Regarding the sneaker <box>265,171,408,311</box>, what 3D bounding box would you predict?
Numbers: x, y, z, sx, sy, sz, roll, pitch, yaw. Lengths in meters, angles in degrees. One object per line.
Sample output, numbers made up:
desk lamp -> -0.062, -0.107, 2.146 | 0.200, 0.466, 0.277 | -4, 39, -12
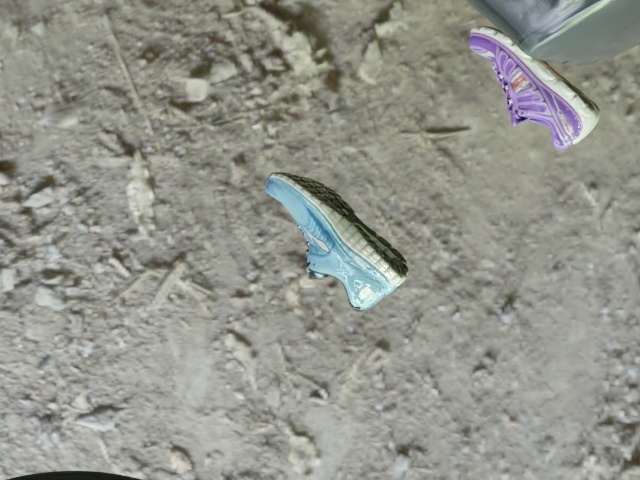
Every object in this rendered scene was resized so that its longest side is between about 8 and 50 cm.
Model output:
sneaker -> 0.000, 0.000, 0.852 | 0.073, 0.162, 0.063 | -52, 155, 16

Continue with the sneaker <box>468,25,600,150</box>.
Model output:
sneaker -> 0.209, -0.160, 0.988 | 0.170, 0.071, 0.068 | 50, 21, 25

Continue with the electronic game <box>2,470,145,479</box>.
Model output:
electronic game -> -0.168, 0.242, 0.641 | 0.229, 0.048, 0.229 | -4, 122, -7

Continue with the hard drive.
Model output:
hard drive -> 0.090, -0.148, 0.427 | 0.172, 0.054, 0.255 | 44, 28, 10
